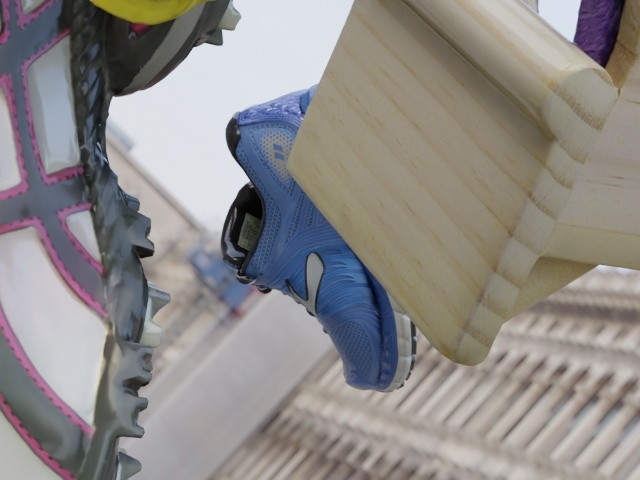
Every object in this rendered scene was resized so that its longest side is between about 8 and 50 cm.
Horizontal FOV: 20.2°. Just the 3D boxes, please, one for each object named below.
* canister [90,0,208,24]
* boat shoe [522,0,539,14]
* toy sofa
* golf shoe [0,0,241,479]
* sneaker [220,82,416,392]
[{"bbox_3d":[0.019,-0.130,0.367,0.073,0.170,0.126,45,-37,12],"label":"canister"},{"bbox_3d":[0.063,-0.080,0.866,0.059,0.170,0.063,0,6,-26],"label":"boat shoe"},{"bbox_3d":[0.187,-0.044,0.717,0.362,0.177,0.150,9,26,-32],"label":"toy sofa"},{"bbox_3d":[-0.095,-0.012,0.430,0.120,0.273,0.105,16,-11,-26],"label":"golf shoe"},{"bbox_3d":[0.000,0.000,1.458,0.130,0.147,0.330,-86,166,-46],"label":"sneaker"}]
